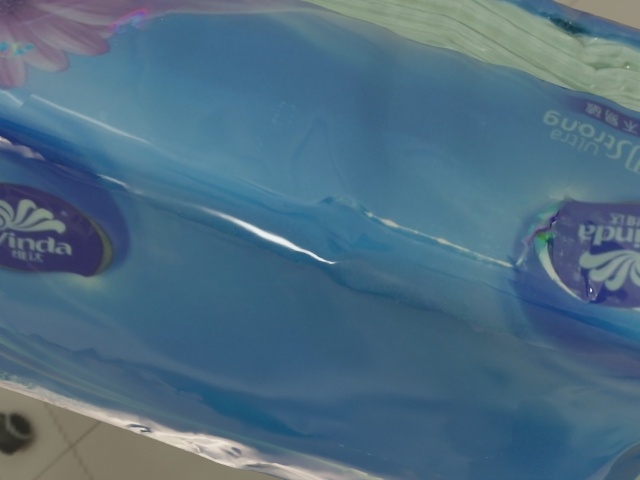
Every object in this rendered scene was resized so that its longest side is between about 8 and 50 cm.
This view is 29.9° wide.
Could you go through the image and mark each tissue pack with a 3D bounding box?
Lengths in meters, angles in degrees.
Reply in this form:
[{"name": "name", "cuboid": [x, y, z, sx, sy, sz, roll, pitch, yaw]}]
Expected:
[{"name": "tissue pack", "cuboid": [0.000, 0.000, 0.446, 0.263, 0.198, 0.146, 20, 55, 1]}]
